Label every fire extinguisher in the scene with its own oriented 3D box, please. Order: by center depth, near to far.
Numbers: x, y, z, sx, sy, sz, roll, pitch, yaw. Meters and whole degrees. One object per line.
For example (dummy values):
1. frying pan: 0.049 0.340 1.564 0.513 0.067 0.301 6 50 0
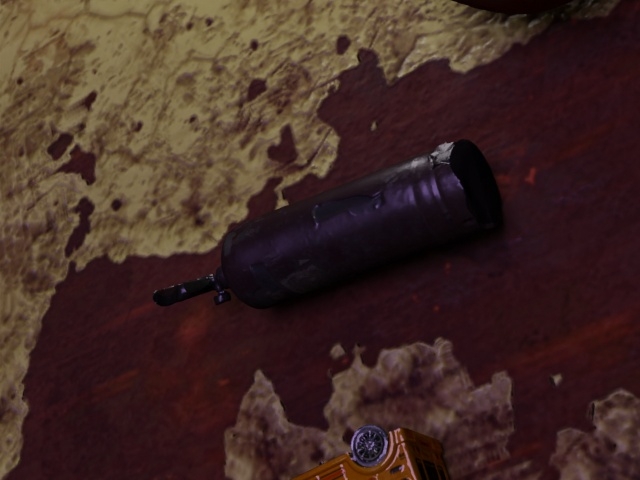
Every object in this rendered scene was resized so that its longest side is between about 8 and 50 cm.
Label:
1. fire extinguisher: 0.000 0.000 1.074 0.268 0.089 0.072 -20 89 26

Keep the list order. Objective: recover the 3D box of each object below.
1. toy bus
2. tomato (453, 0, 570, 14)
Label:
1. toy bus: 0.012 0.192 1.012 0.162 0.069 0.074 -29 62 20
2. tomato: 0.134 -0.273 1.025 0.208 0.184 0.208 -12 67 31
